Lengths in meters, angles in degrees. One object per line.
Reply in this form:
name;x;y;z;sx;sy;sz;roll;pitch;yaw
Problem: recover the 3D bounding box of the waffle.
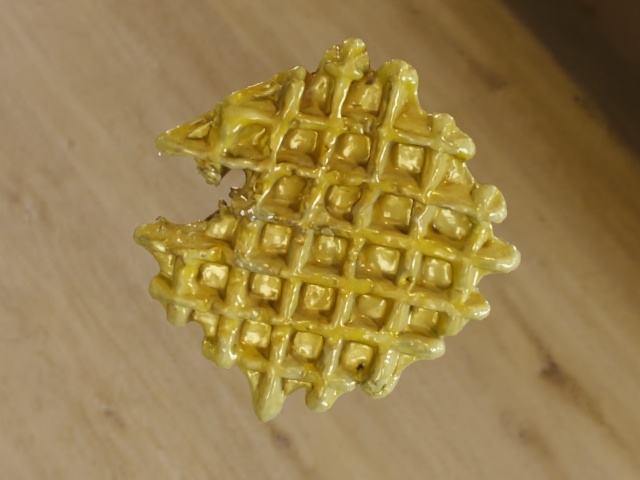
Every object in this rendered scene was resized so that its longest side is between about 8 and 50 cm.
waffle;0.000;-0.001;1.196;0.261;0.250;0.056;-30;13;10
